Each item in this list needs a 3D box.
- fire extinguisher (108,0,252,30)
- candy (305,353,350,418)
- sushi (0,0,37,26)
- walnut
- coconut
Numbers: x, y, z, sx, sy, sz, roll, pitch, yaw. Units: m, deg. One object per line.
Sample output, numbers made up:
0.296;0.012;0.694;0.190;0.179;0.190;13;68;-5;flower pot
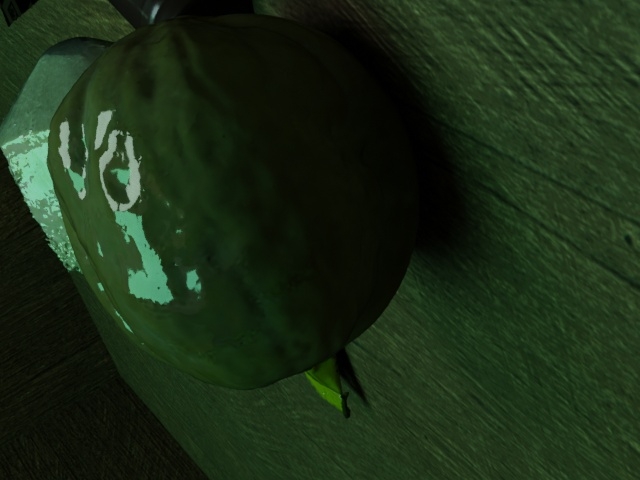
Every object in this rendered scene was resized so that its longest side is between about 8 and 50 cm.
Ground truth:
-0.206;-0.322;1.581;0.135;0.114;0.337;9;-149;-50;fire extinguisher
-0.039;0.107;1.874;0.187;0.081;0.297;46;159;42;candy
-0.336;-0.373;1.589;0.279;0.043;0.192;-78;-27;-66;sushi
-0.081;-0.042;1.328;0.381;0.381;0.381;51;162;24;walnut
-0.272;-0.119;1.817;0.309;0.297;0.297;62;164;-19;coconut
